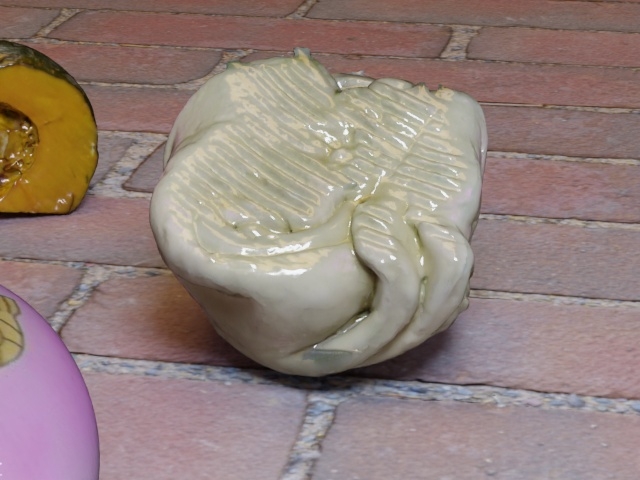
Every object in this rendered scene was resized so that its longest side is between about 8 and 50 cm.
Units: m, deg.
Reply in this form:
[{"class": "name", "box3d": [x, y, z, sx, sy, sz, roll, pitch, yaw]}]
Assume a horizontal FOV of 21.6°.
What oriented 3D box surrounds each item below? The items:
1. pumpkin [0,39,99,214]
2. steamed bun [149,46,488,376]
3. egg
[{"class": "pumpkin", "box3d": [-0.354, -0.070, 1.699, 0.280, 0.190, 0.139, -49, 33, -3]}, {"class": "steamed bun", "box3d": [0.000, 0.000, 1.378, 0.268, 0.207, 0.280, 2, 48, 5]}, {"class": "egg", "box3d": [-0.231, 0.125, 1.041, 0.196, 0.196, 0.271, -15, 36, -34]}]
